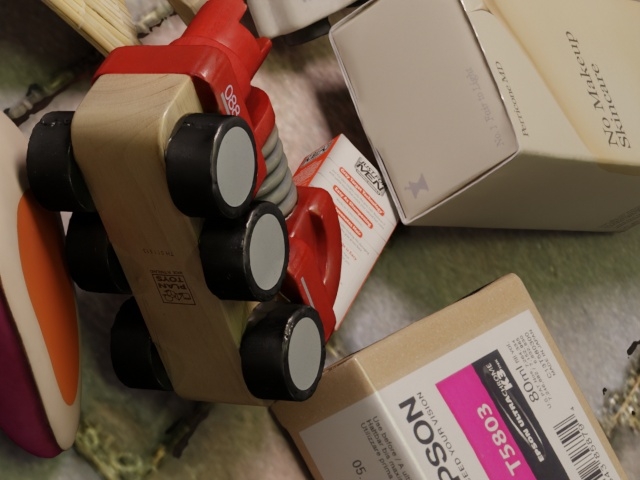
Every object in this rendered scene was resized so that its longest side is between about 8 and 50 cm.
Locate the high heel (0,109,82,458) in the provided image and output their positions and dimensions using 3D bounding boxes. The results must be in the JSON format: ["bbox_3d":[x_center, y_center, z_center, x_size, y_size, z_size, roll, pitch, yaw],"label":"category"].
[{"bbox_3d":[-0.259,-0.041,1.057,0.127,0.181,0.377,-51,124,-77],"label":"high heel"}]

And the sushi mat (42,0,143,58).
[{"bbox_3d":[-0.182,-0.215,1.138,0.316,0.019,0.151,41,31,-64],"label":"sushi mat"}]

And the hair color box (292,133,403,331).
[{"bbox_3d":[0.000,0.000,1.280,0.072,0.043,0.141,46,43,-13],"label":"hair color box"}]

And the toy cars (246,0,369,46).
[{"bbox_3d":[-0.041,-0.245,1.293,0.394,0.087,0.176,29,57,-49],"label":"toy cars"}]

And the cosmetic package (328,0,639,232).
[{"bbox_3d":[0.161,-0.099,1.413,0.309,0.113,0.160,0,64,-53],"label":"cosmetic package"}]

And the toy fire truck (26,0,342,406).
[{"bbox_3d":[-0.064,-0.053,1.151,0.246,0.158,0.217,-62,144,-42],"label":"toy fire truck"}]

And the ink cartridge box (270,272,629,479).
[{"bbox_3d":[0.105,0.161,1.249,0.193,0.088,0.234,-24,84,-50],"label":"ink cartridge box"}]
